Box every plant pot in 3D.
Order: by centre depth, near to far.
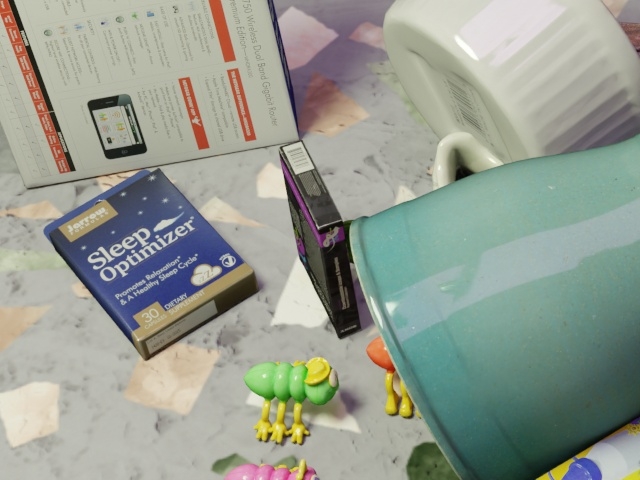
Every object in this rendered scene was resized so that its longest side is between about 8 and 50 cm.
[{"bbox_3d":[0.200,0.047,1.620,0.255,0.271,0.271,-27,47,11],"label":"plant pot"}]

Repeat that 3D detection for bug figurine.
[{"bbox_3d":[0.026,0.179,1.767,0.216,0.072,0.279,0,50,13],"label":"bug figurine"}]

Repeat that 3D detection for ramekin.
[{"bbox_3d":[0.185,-0.162,1.905,0.135,0.277,0.277,-40,53,-11],"label":"ramekin"}]

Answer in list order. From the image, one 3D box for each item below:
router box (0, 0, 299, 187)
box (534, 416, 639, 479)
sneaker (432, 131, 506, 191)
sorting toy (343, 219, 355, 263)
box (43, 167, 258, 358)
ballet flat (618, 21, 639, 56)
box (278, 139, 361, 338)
[{"bbox_3d":[-0.196,-0.214,1.986,0.301,0.335,0.082,-10,48,2],"label":"router box"},{"bbox_3d":[0.262,0.323,1.522,0.279,0.177,0.290,-30,50,-12],"label":"box"},{"bbox_3d":[0.171,0.026,1.817,0.114,0.152,0.305,-22,50,-8],"label":"sneaker"},{"bbox_3d":[0.061,0.007,1.920,0.102,0.061,0.042,28,41,0],"label":"sorting toy"},{"bbox_3d":[-0.180,0.010,1.986,0.136,0.036,0.225,-32,49,-16],"label":"box"},{"bbox_3d":[0.411,-0.188,1.989,0.316,0.107,0.106,4,37,15],"label":"ballet flat"},{"bbox_3d":[0.000,0.000,1.870,0.029,0.162,0.116,-18,49,-9],"label":"box"}]
